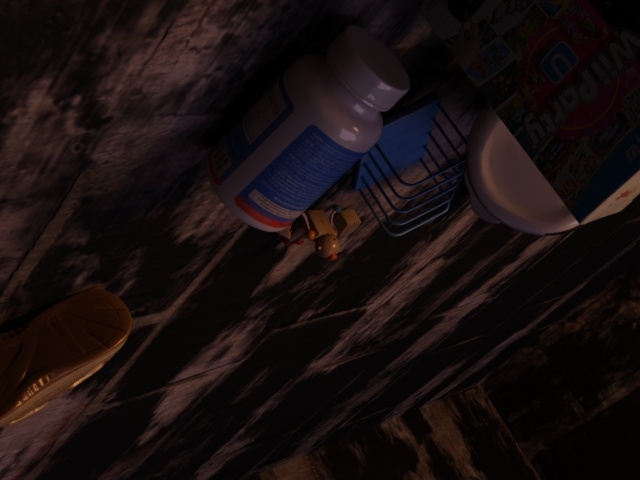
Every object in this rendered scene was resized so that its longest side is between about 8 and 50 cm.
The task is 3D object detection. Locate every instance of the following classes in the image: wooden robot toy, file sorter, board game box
[{"bbox_3d":[0.000,0.000,1.451,0.076,0.079,0.173,-43,158,30],"label":"wooden robot toy"},{"bbox_3d":[0.125,-0.096,1.367,0.118,0.105,0.170,-26,161,-14],"label":"file sorter"},{"bbox_3d":[0.269,-0.206,1.005,0.097,0.303,0.224,-15,154,-44],"label":"board game box"}]

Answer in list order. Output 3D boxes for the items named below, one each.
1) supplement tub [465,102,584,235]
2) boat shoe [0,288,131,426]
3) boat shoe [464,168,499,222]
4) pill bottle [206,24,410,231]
[{"bbox_3d":[0.305,-0.133,1.322,0.193,0.194,0.316,-39,-178,21],"label":"supplement tub"},{"bbox_3d":[-0.389,0.176,1.220,0.341,0.122,0.110,-22,158,-30],"label":"boat shoe"},{"bbox_3d":[0.288,-0.105,1.665,0.070,0.077,0.219,-63,164,-17],"label":"boat shoe"},{"bbox_3d":[-0.011,-0.120,1.064,0.221,0.124,0.124,-41,159,28],"label":"pill bottle"}]
